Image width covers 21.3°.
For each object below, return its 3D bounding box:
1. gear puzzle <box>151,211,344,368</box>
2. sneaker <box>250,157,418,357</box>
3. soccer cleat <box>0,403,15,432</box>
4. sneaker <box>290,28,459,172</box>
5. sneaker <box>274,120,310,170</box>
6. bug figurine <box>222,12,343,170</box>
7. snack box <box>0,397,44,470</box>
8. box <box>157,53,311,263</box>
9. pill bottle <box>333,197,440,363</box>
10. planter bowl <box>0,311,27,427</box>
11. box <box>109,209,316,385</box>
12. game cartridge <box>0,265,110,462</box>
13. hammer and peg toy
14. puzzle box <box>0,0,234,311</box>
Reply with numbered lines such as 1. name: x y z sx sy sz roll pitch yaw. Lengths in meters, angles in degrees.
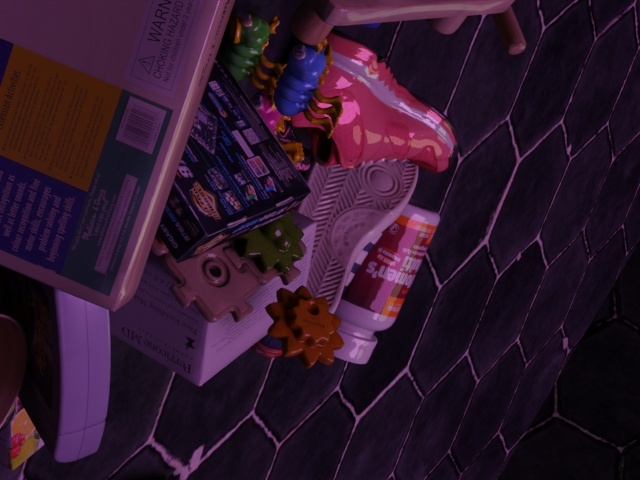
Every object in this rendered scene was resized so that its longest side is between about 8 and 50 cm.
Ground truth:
1. gear puzzle: -0.093 -0.016 1.619 0.175 0.339 0.044 -37 179 -45
2. sneaker: 0.000 0.000 2.090 0.350 0.131 0.148 -55 -179 -36
3. soccer cleat: -0.363 0.200 1.604 0.179 0.060 0.072 -36 155 -36
4. sneaker: 0.046 -0.137 2.008 0.136 0.116 0.314 -57 141 -2
5. sneaker: -0.041 -0.112 1.960 0.119 0.047 0.057 1 102 -66
6. bug figurine: -0.048 -0.193 1.692 0.072 0.279 0.216 4 139 -19
7. snack box: -0.280 0.156 1.744 0.141 0.037 0.100 -40 149 -43
8. box: -0.127 -0.102 1.573 0.051 0.220 0.175 -38 173 35
9. pill bottle: 0.060 0.042 2.230 0.121 0.121 0.221 5 110 -65
10. planter bowl: -0.347 0.113 1.468 0.162 0.109 0.162 -47 152 -34
11. box: -0.131 0.025 1.733 0.182 0.181 0.119 -37 147 -45
12. game cartridge: -0.245 0.049 1.509 0.060 0.196 0.294 -19 135 -27
13. hammer and peg toy: 0.078 -0.310 1.629 0.361 0.266 0.127 -10 149 -43
14. puzzle box: -0.205 -0.181 1.252 0.052 0.272 0.409 -46 158 -73
